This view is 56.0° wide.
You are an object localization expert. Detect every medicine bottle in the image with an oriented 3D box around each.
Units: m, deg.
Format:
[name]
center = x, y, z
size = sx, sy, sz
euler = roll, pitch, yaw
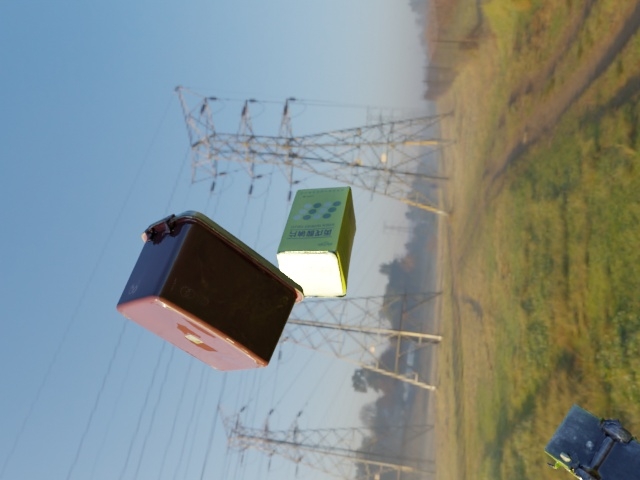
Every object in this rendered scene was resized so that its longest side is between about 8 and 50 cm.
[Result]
[medicine bottle]
center = 0.000, 0.000, 1.360
size = 0.250, 0.137, 0.141
euler = -76, -19, -50

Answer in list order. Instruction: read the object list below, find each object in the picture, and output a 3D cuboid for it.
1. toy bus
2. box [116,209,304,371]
[toy bus]
center = 0.489, 0.368, 0.869
size = 0.113, 0.302, 0.139
euler = -53, -48, -6
[box]
center = -0.192, 0.101, 1.048
size = 0.294, 0.193, 0.167
euler = 39, -127, -29
